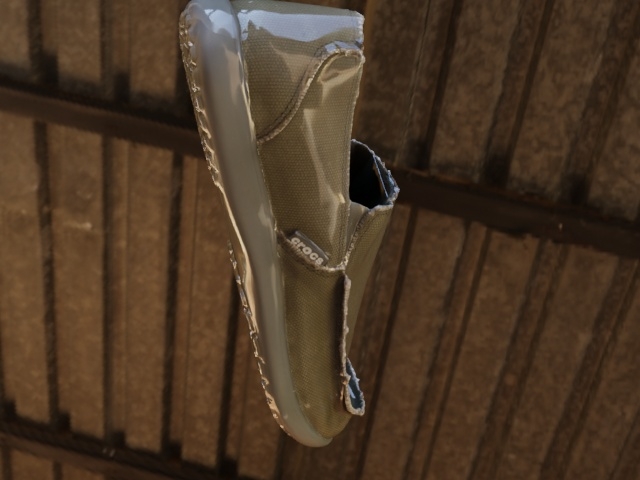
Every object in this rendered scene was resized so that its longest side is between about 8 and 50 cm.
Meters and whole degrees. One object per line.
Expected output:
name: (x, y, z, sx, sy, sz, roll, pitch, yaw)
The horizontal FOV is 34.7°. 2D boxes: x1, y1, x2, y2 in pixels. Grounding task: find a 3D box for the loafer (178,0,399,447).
loafer: (0.000, 0.000, 0.488, 0.087, 0.094, 0.251, -14, -51, -5)
